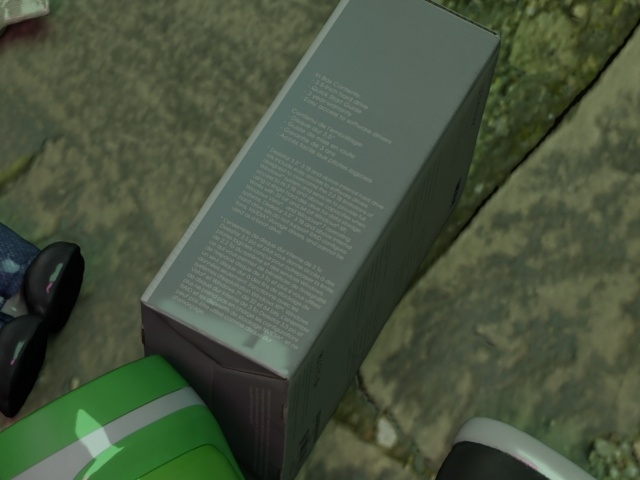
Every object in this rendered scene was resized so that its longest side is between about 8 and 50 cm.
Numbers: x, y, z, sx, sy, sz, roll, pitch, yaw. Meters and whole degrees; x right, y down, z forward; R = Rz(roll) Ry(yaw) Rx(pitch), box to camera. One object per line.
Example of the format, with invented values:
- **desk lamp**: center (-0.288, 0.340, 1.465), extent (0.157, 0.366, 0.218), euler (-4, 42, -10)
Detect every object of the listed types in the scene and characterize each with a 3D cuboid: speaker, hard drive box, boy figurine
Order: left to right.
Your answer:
- **boy figurine**: center (-0.276, -0.010, 1.081), extent (0.285, 0.092, 0.177), euler (25, 68, 4)
- **speaker**: center (-0.055, 0.210, 0.940), extent (0.131, 0.131, 0.296), euler (-28, 84, -16)
- **hard drive box**: center (0.000, 0.000, 1.048), extent (0.089, 0.181, 0.232), euler (28, 64, 10)

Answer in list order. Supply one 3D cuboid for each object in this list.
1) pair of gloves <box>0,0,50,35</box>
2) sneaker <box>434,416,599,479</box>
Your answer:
- **pair of gloves**: center (-0.301, -0.187, 1.192), extent (0.204, 0.042, 0.240), euler (-26, 68, -15)
- **sneaker**: center (0.162, 0.227, 0.997), extent (0.296, 0.104, 0.147), euler (31, 67, 17)
